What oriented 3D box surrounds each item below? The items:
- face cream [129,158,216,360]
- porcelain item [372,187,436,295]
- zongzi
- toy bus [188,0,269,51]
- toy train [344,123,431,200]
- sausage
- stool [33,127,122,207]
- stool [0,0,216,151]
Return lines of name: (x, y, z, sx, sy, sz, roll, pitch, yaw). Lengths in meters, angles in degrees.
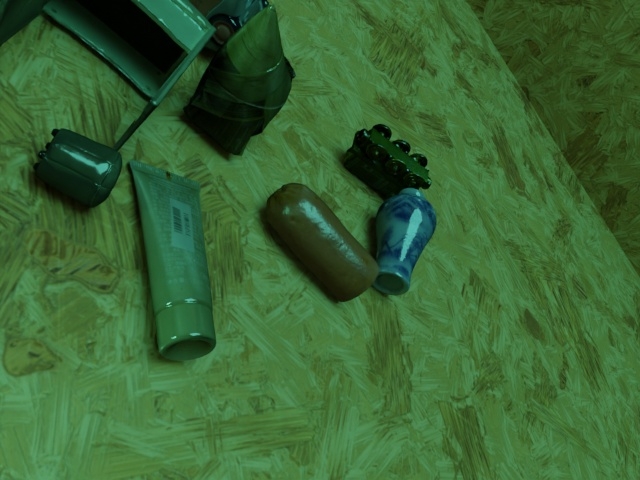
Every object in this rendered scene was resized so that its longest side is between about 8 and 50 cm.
face cream: (-0.228, 0.018, 0.929, 0.137, 0.084, 0.341, 17, 45, -41)
porcelain item: (0.182, -0.005, 1.322, 0.141, 0.141, 0.259, 36, 53, -24)
zongzi: (-0.099, -0.355, 1.115, 0.154, 0.317, 0.289, 35, 44, -9)
toy bus: (-0.209, -0.543, 1.176, 0.232, 0.287, 0.194, 28, 44, -9)
toy train: (0.157, -0.179, 1.407, 0.226, 0.137, 0.090, 34, 51, -21)
sausage: (0.000, 0.000, 1.145, 0.259, 0.114, 0.113, 47, 40, -14)
stool: (-0.354, -0.108, 0.862, 0.110, 0.096, 0.096, 30, 46, -22)
stool: (-0.347, -0.321, 0.949, 0.244, 0.170, 0.269, 39, 43, -20)
